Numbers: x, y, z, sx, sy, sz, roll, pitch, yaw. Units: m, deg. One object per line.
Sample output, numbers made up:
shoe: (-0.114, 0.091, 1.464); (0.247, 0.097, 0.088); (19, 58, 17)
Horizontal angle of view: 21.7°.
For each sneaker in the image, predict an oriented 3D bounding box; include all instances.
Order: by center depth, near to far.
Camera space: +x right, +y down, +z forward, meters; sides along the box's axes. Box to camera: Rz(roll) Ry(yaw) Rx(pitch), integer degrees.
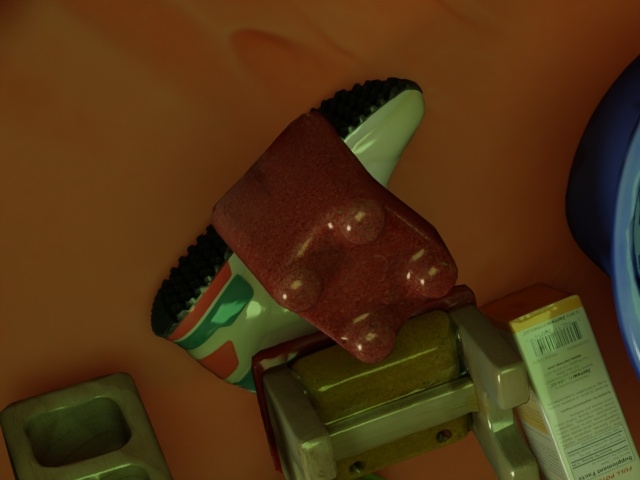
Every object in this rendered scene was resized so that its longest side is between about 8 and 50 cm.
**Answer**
sneaker: (0.000, 0.000, 0.756); (0.075, 0.057, 0.161); (43, 88, -23)

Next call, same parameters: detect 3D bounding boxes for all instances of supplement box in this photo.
supplement box: (0.111, 0.072, 0.764); (0.036, 0.062, 0.098); (-22, 97, -6)

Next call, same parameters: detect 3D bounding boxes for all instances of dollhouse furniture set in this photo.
dollhouse furniture set: (-0.117, 0.047, 0.662); (0.374, 0.152, 0.201); (-18, 125, -11)

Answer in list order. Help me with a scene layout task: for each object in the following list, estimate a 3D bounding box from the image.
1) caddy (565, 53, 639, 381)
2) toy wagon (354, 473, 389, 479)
caddy: (0.272, -0.032, 0.718); (0.341, 0.179, 0.241); (-39, 97, -3)
toy wagon: (-0.006, 0.236, 0.760); (0.344, 0.068, 0.267); (17, 92, -7)
